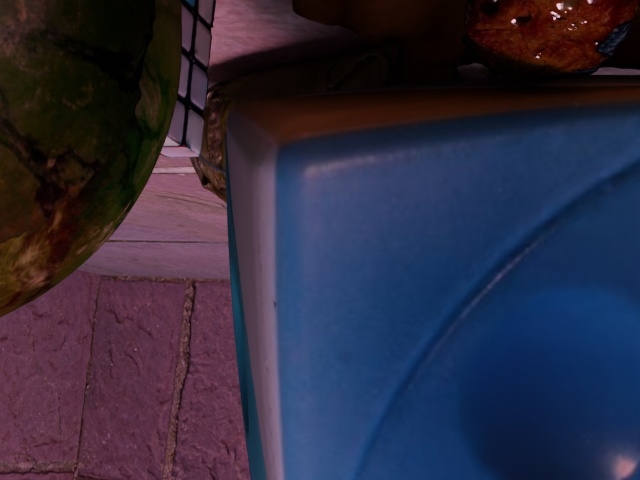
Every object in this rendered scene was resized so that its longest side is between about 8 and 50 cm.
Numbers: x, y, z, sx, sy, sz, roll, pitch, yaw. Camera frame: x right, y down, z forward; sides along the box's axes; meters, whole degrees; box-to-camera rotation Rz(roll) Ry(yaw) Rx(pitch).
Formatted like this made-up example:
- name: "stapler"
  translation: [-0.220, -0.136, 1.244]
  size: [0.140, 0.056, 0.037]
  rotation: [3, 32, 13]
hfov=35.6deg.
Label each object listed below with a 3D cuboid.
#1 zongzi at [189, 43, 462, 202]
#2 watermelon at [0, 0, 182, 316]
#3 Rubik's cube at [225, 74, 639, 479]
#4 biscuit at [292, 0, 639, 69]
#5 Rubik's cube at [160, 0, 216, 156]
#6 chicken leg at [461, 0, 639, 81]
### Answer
- name: "zongzi"
  translation: [0.000, 0.000, 1.017]
  size: [0.159, 0.361, 0.322]
  rotation: [-9, -175, -42]
- name: "watermelon"
  translation: [-0.237, -0.113, 0.523]
  size: [0.363, 0.364, 0.363]
  rotation: [5, 171, 1]
- name: "Rubik's cube"
  translation: [0.114, 0.060, 0.724]
  size: [0.352, 0.352, 0.347]
  rotation: [-7, -170, -7]
- name: "biscuit"
  translation: [0.135, -0.183, 0.584]
  size: [0.325, 0.107, 0.326]
  rotation: [6, 174, 1]
- name: "Rubik's cube"
  translation: [-0.181, -0.155, 0.776]
  size: [0.151, 0.154, 0.155]
  rotation: [2, 171, 15]
- name: "chicken leg"
  translation: [0.102, -0.129, 0.480]
  size: [0.105, 0.051, 0.253]
  rotation: [6, 170, 21]
